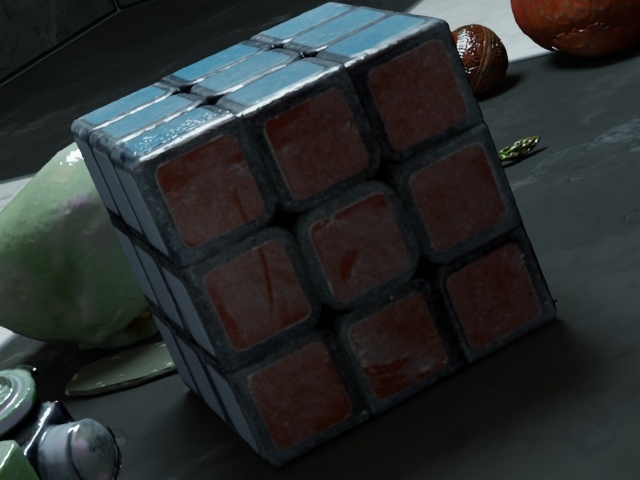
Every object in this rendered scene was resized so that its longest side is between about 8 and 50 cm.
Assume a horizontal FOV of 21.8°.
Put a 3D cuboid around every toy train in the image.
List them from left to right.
[{"bbox_3d":[-0.322,0.241,1.360,0.307,0.173,0.249,-14,28,25],"label":"toy train"}]

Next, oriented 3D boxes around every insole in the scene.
[{"bbox_3d":[-0.158,0.124,1.742,0.248,0.011,0.081,-15,22,21],"label":"insole"}]

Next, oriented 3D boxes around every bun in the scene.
[{"bbox_3d":[-0.237,0.021,1.846,0.293,0.187,0.293,-43,-15,-14],"label":"bun"}]

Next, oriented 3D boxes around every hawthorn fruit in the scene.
[{"bbox_3d":[0.368,-0.399,2.169,0.276,0.307,0.276,-14,32,9],"label":"hawthorn fruit"}]

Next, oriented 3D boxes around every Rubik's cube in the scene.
[{"bbox_3d":[-0.016,-0.020,1.514,0.305,0.303,0.301,-25,18,-15],"label":"Rubik's cube"}]

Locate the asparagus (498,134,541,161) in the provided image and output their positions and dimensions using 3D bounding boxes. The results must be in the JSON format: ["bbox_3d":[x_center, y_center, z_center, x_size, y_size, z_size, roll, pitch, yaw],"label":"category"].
[{"bbox_3d":[0.151,-0.075,1.899,0.233,0.023,0.022,-22,57,-14],"label":"asparagus"}]

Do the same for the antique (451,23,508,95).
[{"bbox_3d":[0.204,-0.241,2.232,0.104,0.104,0.104,-21,17,7],"label":"antique"}]
